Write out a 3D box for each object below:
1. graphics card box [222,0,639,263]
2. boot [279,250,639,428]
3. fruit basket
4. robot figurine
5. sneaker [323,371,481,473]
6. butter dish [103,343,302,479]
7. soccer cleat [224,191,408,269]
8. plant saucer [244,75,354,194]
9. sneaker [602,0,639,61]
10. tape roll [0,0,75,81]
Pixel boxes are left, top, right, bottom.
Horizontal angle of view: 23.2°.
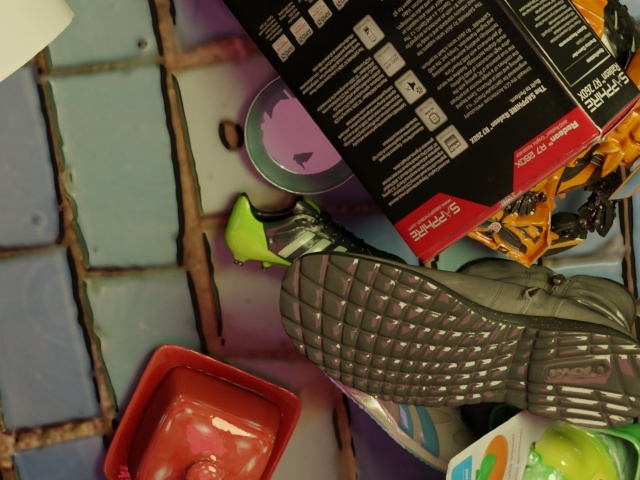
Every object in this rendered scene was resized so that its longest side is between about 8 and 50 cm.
[{"bbox_3d":[0.061,-0.191,1.284,0.371,0.094,0.233,52,135,0],"label":"graphics card box"},{"bbox_3d":[0.129,0.069,1.416,0.338,0.223,0.118,18,106,-3],"label":"boot"},{"bbox_3d":[0.195,0.295,1.421,0.165,0.353,0.327,12,108,25],"label":"fruit basket"},{"bbox_3d":[0.200,-0.088,1.383,0.211,0.085,0.291,27,133,-8],"label":"robot figurine"},{"bbox_3d":[0.091,0.142,1.500,0.228,0.087,0.092,42,96,-18],"label":"sneaker"},{"bbox_3d":[-0.111,0.204,1.483,0.160,0.118,0.160,23,103,-12],"label":"butter dish"},{"bbox_3d":[0.000,0.000,1.462,0.179,0.060,0.072,11,103,-6],"label":"soccer cleat"},{"bbox_3d":[-0.012,-0.102,1.448,0.119,0.021,0.119,-1,107,-4],"label":"plant saucer"},{"bbox_3d":[0.208,-0.196,1.412,0.108,0.100,0.271,-33,112,31],"label":"sneaker"},{"bbox_3d":[-0.344,-0.145,1.268,0.286,0.286,0.100,-32,108,5],"label":"tape roll"}]
